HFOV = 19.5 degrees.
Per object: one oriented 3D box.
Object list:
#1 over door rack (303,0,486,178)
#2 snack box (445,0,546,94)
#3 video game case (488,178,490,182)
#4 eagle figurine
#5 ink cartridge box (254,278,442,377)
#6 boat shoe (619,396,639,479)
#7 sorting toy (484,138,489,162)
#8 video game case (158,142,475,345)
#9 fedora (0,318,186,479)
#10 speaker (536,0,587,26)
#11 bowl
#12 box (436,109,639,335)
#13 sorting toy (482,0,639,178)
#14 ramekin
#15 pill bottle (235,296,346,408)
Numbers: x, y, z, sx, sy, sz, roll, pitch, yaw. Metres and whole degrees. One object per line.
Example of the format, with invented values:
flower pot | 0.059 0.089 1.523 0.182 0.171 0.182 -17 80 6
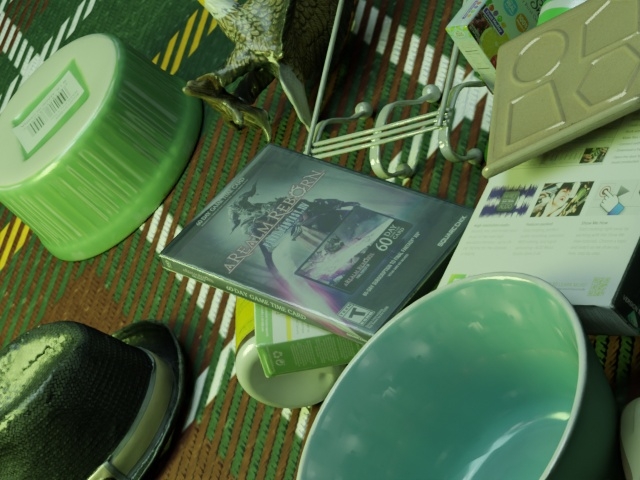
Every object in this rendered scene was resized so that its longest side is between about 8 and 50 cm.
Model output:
over door rack | 0.100 -0.222 2.127 0.239 0.108 0.324 -11 69 45
snack box | 0.209 -0.242 2.025 0.037 0.100 0.141 3 48 51
video game case | 0.281 -0.041 1.787 0.269 0.061 0.244 -27 37 32
eagle figurine | -0.060 -0.287 2.305 0.298 0.225 0.226 -59 22 -2
ink cartridge box | 0.051 0.046 1.882 0.235 0.056 0.171 -10 42 6
boat shoe | 0.301 0.222 1.452 0.098 0.109 0.302 -32 30 27
sorting toy | 0.215 -0.121 1.979 0.102 0.042 0.061 -68 19 -6
video game case | 0.000 0.000 1.886 0.274 0.026 0.196 20 51 31
fedora | -0.317 0.204 2.180 0.334 0.152 0.334 -32 36 26
speaker | 0.331 -0.305 1.941 0.131 0.131 0.297 3 59 52
bowl | 0.144 0.199 1.610 0.311 0.163 0.312 -31 37 26
box | 0.258 -0.061 1.726 0.232 0.058 0.322 0 57 51
sorting toy | 0.245 -0.156 1.763 0.193 0.038 0.208 -25 34 34
ramekin | -0.320 -0.137 2.540 0.303 0.148 0.303 -32 36 27
pill bottle | -0.033 0.068 2.006 0.117 0.117 0.215 -32 35 25
